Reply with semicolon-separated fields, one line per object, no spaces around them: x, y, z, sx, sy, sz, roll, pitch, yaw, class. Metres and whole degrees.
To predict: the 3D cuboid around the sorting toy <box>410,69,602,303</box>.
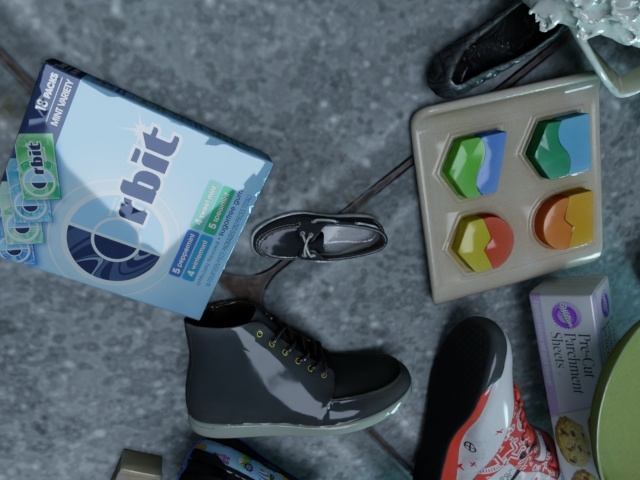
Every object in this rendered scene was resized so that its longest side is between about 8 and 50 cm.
0.191;-0.044;0.555;0.193;0.038;0.208;-14;114;-9;sorting toy

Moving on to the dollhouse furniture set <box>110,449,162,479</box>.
-0.259;0.296;0.539;0.161;0.101;0.181;20;105;-20;dollhouse furniture set

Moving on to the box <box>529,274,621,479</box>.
0.289;0.198;0.608;0.063;0.067;0.323;-24;105;-47;box

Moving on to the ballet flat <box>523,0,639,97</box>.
0.326;-0.170;0.496;0.409;0.147;0.146;18;105;-29;ballet flat

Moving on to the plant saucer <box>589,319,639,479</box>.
0.352;0.167;0.565;0.241;0.037;0.240;-2;95;-20;plant saucer

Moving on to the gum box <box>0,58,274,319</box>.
-0.156;-0.035;0.470;0.185;0.041;0.156;21;104;-21;gum box

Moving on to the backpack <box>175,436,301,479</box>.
-0.084;0.286;0.555;0.173;0.158;0.117;40;115;-11;backpack

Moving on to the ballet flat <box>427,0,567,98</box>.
0.170;-0.177;0.492;0.173;0.049;0.057;-37;115;1;ballet flat

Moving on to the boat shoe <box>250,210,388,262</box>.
0.000;0.000;0.524;0.125;0.038;0.046;-2;111;-14;boat shoe

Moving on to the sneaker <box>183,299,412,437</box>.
-0.017;0.115;0.540;0.222;0.083;0.118;-5;111;-11;sneaker

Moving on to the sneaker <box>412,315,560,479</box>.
0.197;0.199;0.625;0.145;0.090;0.269;1;114;-16;sneaker
